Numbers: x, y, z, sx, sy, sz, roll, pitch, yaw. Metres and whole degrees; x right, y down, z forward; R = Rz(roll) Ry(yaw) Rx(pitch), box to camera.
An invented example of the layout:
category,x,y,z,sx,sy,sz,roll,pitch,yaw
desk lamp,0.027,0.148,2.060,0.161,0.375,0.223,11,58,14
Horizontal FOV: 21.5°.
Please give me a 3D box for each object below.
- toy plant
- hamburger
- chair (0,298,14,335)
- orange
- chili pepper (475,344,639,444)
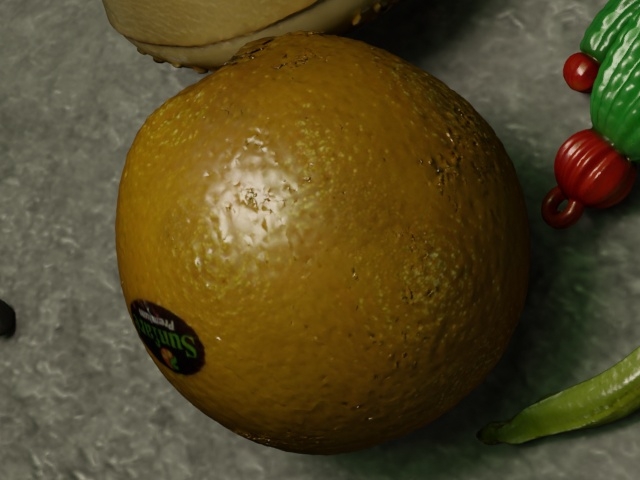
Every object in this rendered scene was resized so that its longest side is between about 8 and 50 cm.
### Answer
category,x,y,z,sx,sy,sz,roll,pitch,yaw
toy plant,0.233,-0.120,1.116,0.240,0.088,0.155,-33,47,28
hamburger,-0.032,-0.242,1.221,0.300,0.176,0.300,-21,36,16
chair,-0.477,0.242,1.237,0.410,0.362,0.365,-26,62,25
orange,0.000,0.000,1.090,0.274,0.274,0.274,-10,67,26
chili pepper,0.191,0.090,1.086,0.208,0.043,0.049,-35,71,15
